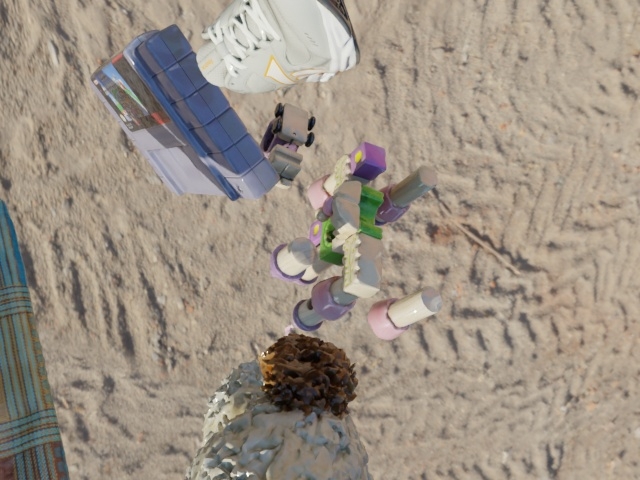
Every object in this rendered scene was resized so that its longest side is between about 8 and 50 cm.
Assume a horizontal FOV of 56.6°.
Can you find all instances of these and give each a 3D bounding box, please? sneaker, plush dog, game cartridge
[{"bbox_3d":[-0.044,-0.160,0.476,0.121,0.262,0.099,-20,95,-1],"label":"sneaker"},{"bbox_3d":[-0.023,0.190,0.381,0.225,0.211,0.262,80,26,-55],"label":"plush dog"},{"bbox_3d":[-0.212,-0.162,0.834,0.068,0.355,0.230,-47,116,-18],"label":"game cartridge"}]

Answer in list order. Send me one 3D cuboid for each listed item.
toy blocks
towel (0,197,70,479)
[{"bbox_3d":[0.000,0.000,0.967,0.309,0.288,0.260,19,149,-25],"label":"toy blocks"},{"bbox_3d":[-0.429,0.117,0.593,0.272,0.370,0.040,-12,152,-28],"label":"towel"}]
